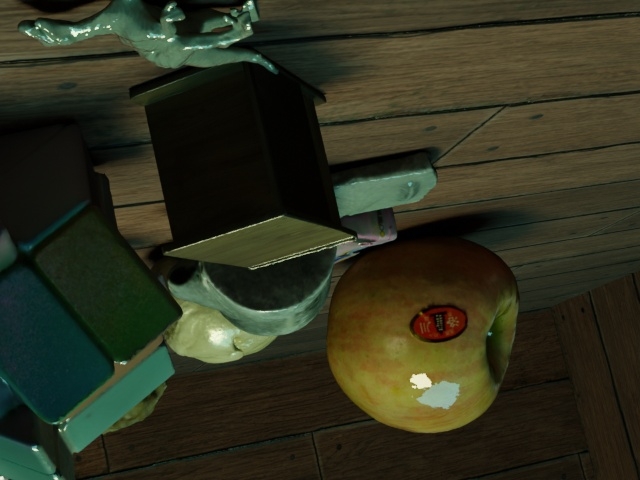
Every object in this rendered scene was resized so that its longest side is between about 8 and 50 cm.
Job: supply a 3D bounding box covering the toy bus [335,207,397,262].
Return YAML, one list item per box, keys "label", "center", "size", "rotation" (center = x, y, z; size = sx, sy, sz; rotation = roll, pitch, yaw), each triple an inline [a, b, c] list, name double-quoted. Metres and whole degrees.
- label: "toy bus"
  center: [0.000, -0.001, 1.882]
  size: [0.112, 0.090, 0.274]
  rotation: [-2, 164, -39]

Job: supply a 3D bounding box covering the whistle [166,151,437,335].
- label: "whistle"
  center: [-0.024, -0.019, 1.671]
  size: [0.405, 0.188, 0.168]
  rotation: [-44, 169, -13]

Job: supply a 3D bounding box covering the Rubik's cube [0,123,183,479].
- label: "Rubik's cube"
  center: [-0.342, 0.074, 1.247]
  size: [0.387, 0.368, 0.358]
  rotation: [-11, 151, -3]

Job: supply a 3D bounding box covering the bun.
- label: "bun"
  center: [-0.180, 0.124, 1.945]
  size: [0.259, 0.160, 0.259]
  rotation: [15, -173, -2]

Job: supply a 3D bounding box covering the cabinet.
- label: "cabinet"
  center: [-0.079, -0.074, 1.220]
  size: [0.148, 0.174, 0.215]
  rotation: [-17, 169, 19]

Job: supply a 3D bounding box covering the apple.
- label: "apple"
  center: [0.197, 0.181, 2.266]
  size: [0.346, 0.391, 0.391]
  rotation: [6, 179, 28]

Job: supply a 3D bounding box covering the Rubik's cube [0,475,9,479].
- label: "Rubik's cube"
  center: [-0.744, 0.333, 2.130]
  size: [0.316, 0.313, 0.318]
  rotation: [-9, 167, -17]

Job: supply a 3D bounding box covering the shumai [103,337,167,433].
- label: "shumai"
  center: [-0.423, 0.182, 1.745]
  size: [0.330, 0.292, 0.288]
  rotation: [35, 130, -24]

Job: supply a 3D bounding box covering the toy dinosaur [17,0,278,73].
- label: "toy dinosaur"
  center: [-0.124, -0.173, 1.000]
  size: [0.167, 0.053, 0.242]
  rotation: [-15, 169, 18]
